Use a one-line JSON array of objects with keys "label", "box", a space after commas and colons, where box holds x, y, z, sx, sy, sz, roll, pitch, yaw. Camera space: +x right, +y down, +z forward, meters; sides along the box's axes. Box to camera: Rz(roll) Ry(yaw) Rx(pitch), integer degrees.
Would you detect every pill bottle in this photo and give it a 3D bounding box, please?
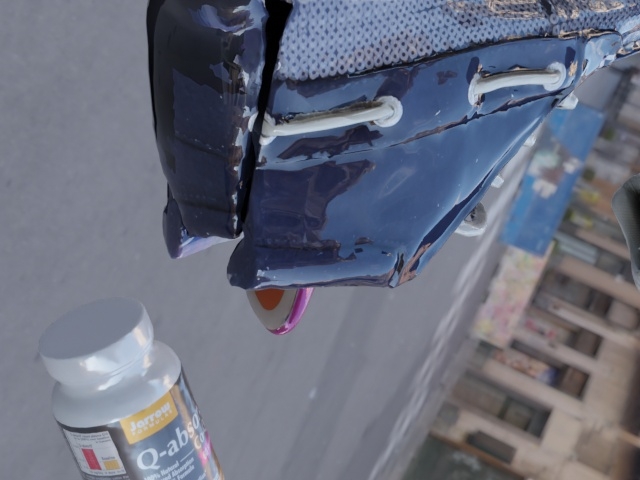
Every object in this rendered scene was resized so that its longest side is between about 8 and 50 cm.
[{"label": "pill bottle", "box": [-0.229, 0.219, 1.397, 0.162, 0.162, 0.278, -51, 132, -49]}]

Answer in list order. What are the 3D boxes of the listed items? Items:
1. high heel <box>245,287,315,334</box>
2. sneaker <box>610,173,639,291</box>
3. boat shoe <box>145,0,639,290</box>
[{"label": "high heel", "box": [0.000, 0.000, 1.625, 0.181, 0.127, 0.377, 40, 42, -35]}, {"label": "sneaker", "box": [0.302, 0.061, 0.892, 0.110, 0.118, 0.292, -35, -139, 17]}, {"label": "boat shoe", "box": [0.064, -0.074, 0.540, 0.341, 0.127, 0.158, -9, 112, -38]}]
